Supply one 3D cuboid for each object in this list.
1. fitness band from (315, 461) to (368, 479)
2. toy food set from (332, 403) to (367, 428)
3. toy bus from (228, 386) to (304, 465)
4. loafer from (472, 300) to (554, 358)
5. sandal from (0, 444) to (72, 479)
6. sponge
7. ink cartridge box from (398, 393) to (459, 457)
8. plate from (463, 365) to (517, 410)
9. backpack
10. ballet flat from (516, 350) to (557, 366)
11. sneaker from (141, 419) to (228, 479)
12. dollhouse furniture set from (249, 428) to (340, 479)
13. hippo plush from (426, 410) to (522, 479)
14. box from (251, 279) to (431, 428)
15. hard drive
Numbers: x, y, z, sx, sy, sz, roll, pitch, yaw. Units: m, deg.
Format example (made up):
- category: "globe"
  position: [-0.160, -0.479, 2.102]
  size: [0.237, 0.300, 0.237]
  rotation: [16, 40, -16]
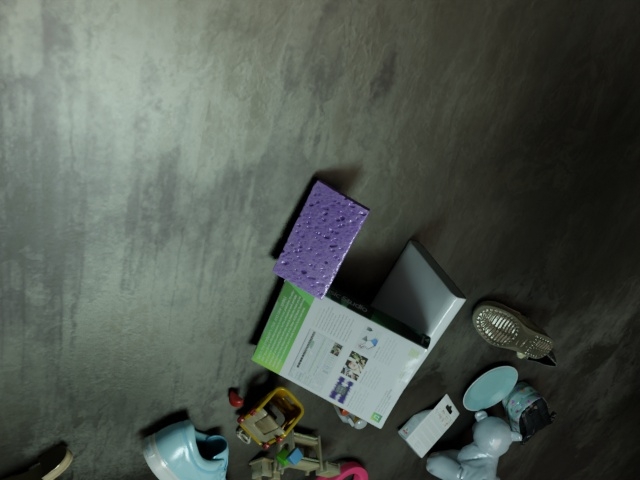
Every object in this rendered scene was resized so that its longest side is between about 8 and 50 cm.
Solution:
- category: "fitness band"
  position: [0.022, 0.762, 1.863]
  size: [0.291, 0.054, 0.209]
  rotation: [-49, 138, -11]
- category: "toy food set"
  position: [0.099, 0.430, 1.652]
  size: [0.111, 0.104, 0.232]
  rotation: [-30, 133, -4]
- category: "toy bus"
  position: [-0.116, 0.414, 1.524]
  size: [0.104, 0.202, 0.191]
  rotation: [-43, 134, -34]
- category: "loafer"
  position: [0.499, 0.232, 1.720]
  size: [0.268, 0.092, 0.102]
  rotation: [30, 107, -24]
- category: "sandal"
  position: [-0.621, 0.536, 1.373]
  size: [0.240, 0.088, 0.079]
  rotation: [-33, 128, -7]
- category: "sponge"
  position: [0.000, 0.000, 1.252]
  size: [0.117, 0.031, 0.210]
  rotation: [30, 109, 7]
- category: "ink cartridge box"
  position: [0.322, 0.541, 1.916]
  size: [0.179, 0.045, 0.145]
  rotation: [-47, 134, -13]
- category: "plate"
  position: [0.501, 0.434, 1.923]
  size: [0.188, 0.024, 0.188]
  rotation: [-14, 131, -17]
- category: "backpack"
  position: [0.637, 0.528, 2.007]
  size: [0.152, 0.115, 0.182]
  rotation: [-38, 133, -12]
- category: "ballet flat"
  position: [0.638, 0.337, 1.898]
  size: [0.173, 0.049, 0.057]
  rotation: [15, 116, -35]
- category: "sneaker"
  position: [-0.264, 0.547, 1.537]
  size: [0.150, 0.135, 0.366]
  rotation: [-30, 134, 1]
- category: "dollhouse furniture set"
  position: [-0.069, 0.575, 1.715]
  size: [0.161, 0.101, 0.182]
  rotation: [-29, 140, 31]
- category: "hippo plush"
  position: [0.466, 0.634, 1.965]
  size: [0.237, 0.234, 0.294]
  rotation: [-67, 161, -6]
- category: "box"
  position: [0.037, 0.227, 1.360]
  size: [0.321, 0.058, 0.232]
  rotation: [27, 116, 4]
- category: "hard drive"
  position: [0.179, 0.182, 1.430]
  size: [0.040, 0.203, 0.308]
  rotation: [12, 119, -33]
